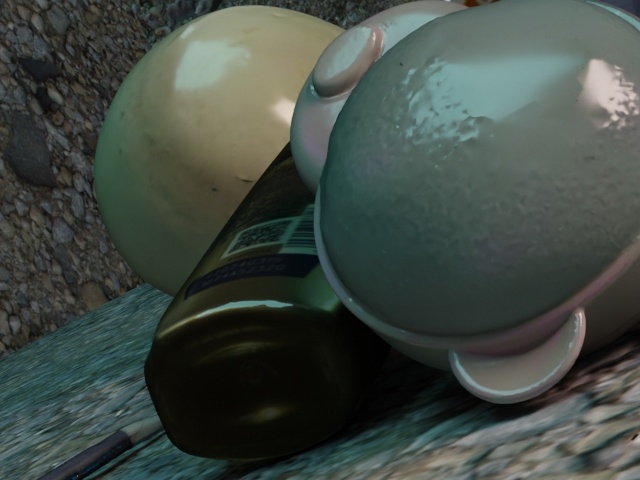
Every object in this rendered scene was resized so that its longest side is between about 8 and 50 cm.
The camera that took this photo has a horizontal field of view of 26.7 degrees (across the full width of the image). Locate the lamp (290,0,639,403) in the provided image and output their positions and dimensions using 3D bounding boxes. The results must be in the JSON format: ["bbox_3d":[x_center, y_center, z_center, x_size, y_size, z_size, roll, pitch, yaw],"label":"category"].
[{"bbox_3d":[0.065,-0.043,0.608,0.179,0.108,0.246,-44,40,-3],"label":"lamp"}]

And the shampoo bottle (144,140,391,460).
[{"bbox_3d":[0.000,0.000,0.785,0.126,0.084,0.350,-13,20,16],"label":"shampoo bottle"}]

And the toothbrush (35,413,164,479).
[{"bbox_3d":[-0.137,0.132,0.838,0.024,0.026,0.288,-26,3,42],"label":"toothbrush"}]

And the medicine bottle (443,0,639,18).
[{"bbox_3d":[0.219,-0.143,0.976,0.202,0.202,0.316,-27,4,-20],"label":"medicine bottle"}]

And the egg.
[{"bbox_3d":[-0.079,-0.069,1.320,0.283,0.283,0.345,-29,-8,-42],"label":"egg"}]
